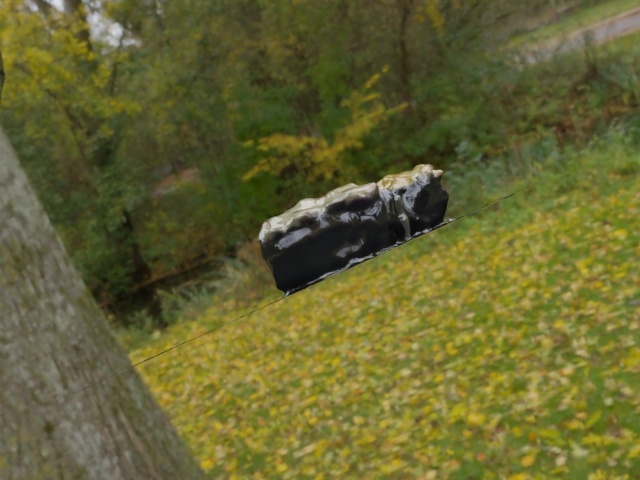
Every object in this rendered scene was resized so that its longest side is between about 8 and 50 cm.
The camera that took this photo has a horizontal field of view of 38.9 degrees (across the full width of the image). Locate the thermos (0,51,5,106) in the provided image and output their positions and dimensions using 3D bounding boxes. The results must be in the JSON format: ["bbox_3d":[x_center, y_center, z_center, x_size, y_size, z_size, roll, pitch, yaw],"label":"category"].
[{"bbox_3d":[-0.302,-0.095,0.401,0.182,0.286,0.145,-55,2,28],"label":"thermos"}]

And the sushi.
[{"bbox_3d":[0.000,0.000,0.568,0.264,0.050,0.290,-25,-2,19],"label":"sushi"}]
